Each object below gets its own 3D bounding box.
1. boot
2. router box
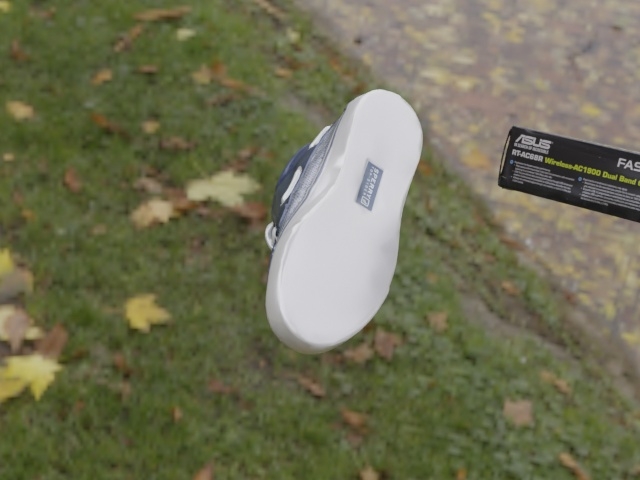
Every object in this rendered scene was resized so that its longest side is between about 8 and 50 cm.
[{"bbox_3d":[0.000,0.000,0.871,0.069,0.086,0.190,38,49,-15],"label":"boot"},{"bbox_3d":[0.176,-0.031,0.848,0.122,0.038,0.092,16,6,35],"label":"router box"}]
